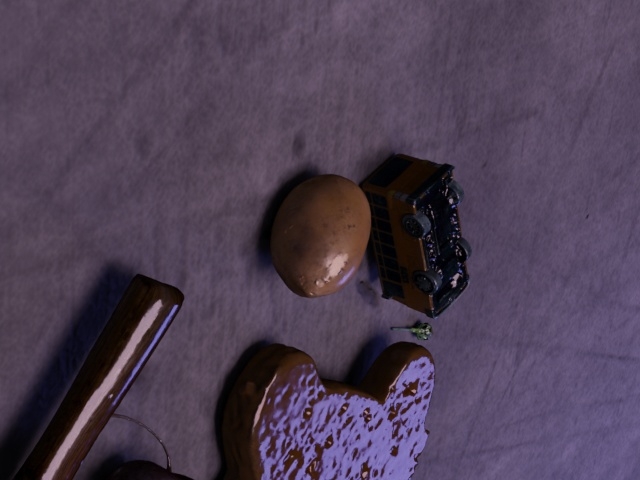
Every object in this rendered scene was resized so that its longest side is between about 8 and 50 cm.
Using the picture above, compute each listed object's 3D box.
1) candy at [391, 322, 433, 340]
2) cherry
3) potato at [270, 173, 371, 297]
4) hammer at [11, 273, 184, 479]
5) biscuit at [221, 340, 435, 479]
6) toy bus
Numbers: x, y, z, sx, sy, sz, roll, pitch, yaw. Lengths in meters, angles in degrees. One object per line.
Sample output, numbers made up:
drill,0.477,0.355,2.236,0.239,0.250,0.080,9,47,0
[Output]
candy,0.118,0.119,2.097,0.083,0.025,0.023,4,78,-48
cherry,-0.199,0.282,1.648,0.148,0.115,0.188,-42,136,17
potato,0.002,-0.002,1.764,0.147,0.112,0.112,-64,149,-19
hammer,-0.249,0.208,1.507,0.409,0.095,0.242,-58,147,-12
biscuit,-0.015,0.295,1.957,0.394,0.076,0.368,3,106,-54
toy bus,0.115,-0.005,1.929,0.091,0.103,0.182,-42,135,-35
